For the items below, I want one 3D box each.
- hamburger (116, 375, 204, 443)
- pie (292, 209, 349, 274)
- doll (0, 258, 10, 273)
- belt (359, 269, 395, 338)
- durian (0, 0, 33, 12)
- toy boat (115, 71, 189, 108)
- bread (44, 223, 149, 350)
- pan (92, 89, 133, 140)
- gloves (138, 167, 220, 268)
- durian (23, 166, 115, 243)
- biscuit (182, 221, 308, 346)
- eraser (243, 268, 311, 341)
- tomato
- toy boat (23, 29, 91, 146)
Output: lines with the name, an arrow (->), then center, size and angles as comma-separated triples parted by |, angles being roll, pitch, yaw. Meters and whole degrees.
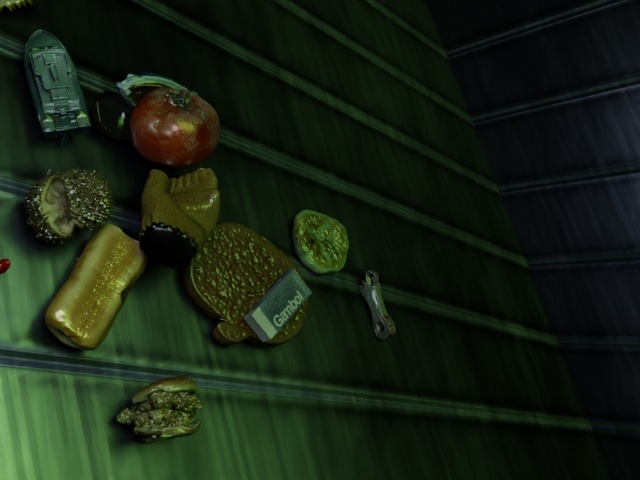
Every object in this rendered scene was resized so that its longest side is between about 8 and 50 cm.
hamburger -> -0.349, 0.370, 1.355 | 0.185, 0.159, 0.131 | -6, 75, -20
pie -> 0.000, 0.000, 2.006 | 0.241, 0.054, 0.240 | 22, 55, -35
doll -> -0.781, 0.028, 1.138 | 0.384, 0.099, 0.188 | -22, 85, -53
belt -> 0.187, 0.215, 2.073 | 0.053, 0.071, 0.231 | 1, 70, -54
durian -> -0.763, -0.647, 1.485 | 0.306, 0.167, 0.172 | 12, 58, -43
toy boat -> -0.454, -0.406, 1.728 | 0.262, 0.114, 0.115 | 11, 27, -43
bread -> -0.498, 0.102, 1.388 | 0.142, 0.091, 0.305 | 35, 46, -18
pan -> -0.523, -0.293, 1.628 | 0.202, 0.048, 0.128 | 56, 35, -34
gloves -> -0.360, -0.068, 1.559 | 0.203, 0.155, 0.356 | 23, 37, -14
durian -> -0.556, -0.076, 1.384 | 0.196, 0.196, 0.166 | -5, 92, -48
biscuit -> -0.206, 0.136, 1.697 | 0.394, 0.070, 0.350 | 44, 47, -21
eraser -> -0.114, 0.173, 1.682 | 0.091, 0.046, 0.212 | 54, 45, -10
tomato -> -0.377, -0.286, 1.624 | 0.232, 0.188, 0.232 | 18, 41, -16
toy boat -> -0.643, -0.385, 1.497 | 0.114, 0.122, 0.295 | -14, 75, -25
